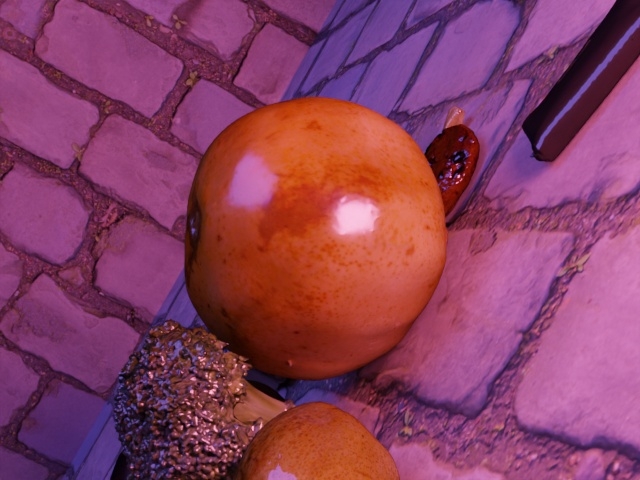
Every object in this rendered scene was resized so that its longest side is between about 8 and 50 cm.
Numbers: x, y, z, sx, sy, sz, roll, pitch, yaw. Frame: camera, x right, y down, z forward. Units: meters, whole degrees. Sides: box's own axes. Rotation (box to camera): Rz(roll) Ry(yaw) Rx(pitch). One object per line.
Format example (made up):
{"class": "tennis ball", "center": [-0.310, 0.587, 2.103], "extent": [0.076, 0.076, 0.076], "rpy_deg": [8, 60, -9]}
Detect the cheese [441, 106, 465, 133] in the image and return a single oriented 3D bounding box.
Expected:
{"class": "cheese", "center": [0.223, -0.184, 1.747], "extent": [0.044, 0.030, 0.083], "rpy_deg": [158, 130, -73]}

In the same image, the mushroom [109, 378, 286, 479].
{"class": "mushroom", "center": [-0.177, 0.382, 1.633], "extent": [0.346, 0.259, 0.345], "rpy_deg": [-25, 18, 9]}

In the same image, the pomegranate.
{"class": "pomegranate", "center": [0.000, 0.000, 1.486], "extent": [0.416, 0.417, 0.416], "rpy_deg": [-53, 15, 21]}

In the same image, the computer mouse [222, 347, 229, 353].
{"class": "computer mouse", "center": [-0.181, 0.241, 2.108], "extent": [0.269, 0.100, 0.170], "rpy_deg": [-64, 17, -19]}

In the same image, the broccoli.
{"class": "broccoli", "center": [-0.173, 0.244, 1.406], "extent": [0.235, 0.260, 0.288], "rpy_deg": [-28, 46, 8]}

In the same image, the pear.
{"class": "pear", "center": [-0.006, 0.296, 1.215], "extent": [0.228, 0.188, 0.211], "rpy_deg": [-34, 32, 60]}

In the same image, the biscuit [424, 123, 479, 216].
{"class": "biscuit", "center": [0.186, -0.099, 1.658], "extent": [0.192, 0.049, 0.192], "rpy_deg": [-51, 24, 33]}

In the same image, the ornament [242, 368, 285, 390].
{"class": "ornament", "center": [-0.062, 0.172, 1.805], "extent": [0.285, 0.120, 0.130], "rpy_deg": [-48, 19, 40]}

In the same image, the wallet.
{"class": "wallet", "center": [0.351, -0.217, 1.367], "extent": [0.250, 0.044, 0.149], "rpy_deg": [-54, 11, 20]}
